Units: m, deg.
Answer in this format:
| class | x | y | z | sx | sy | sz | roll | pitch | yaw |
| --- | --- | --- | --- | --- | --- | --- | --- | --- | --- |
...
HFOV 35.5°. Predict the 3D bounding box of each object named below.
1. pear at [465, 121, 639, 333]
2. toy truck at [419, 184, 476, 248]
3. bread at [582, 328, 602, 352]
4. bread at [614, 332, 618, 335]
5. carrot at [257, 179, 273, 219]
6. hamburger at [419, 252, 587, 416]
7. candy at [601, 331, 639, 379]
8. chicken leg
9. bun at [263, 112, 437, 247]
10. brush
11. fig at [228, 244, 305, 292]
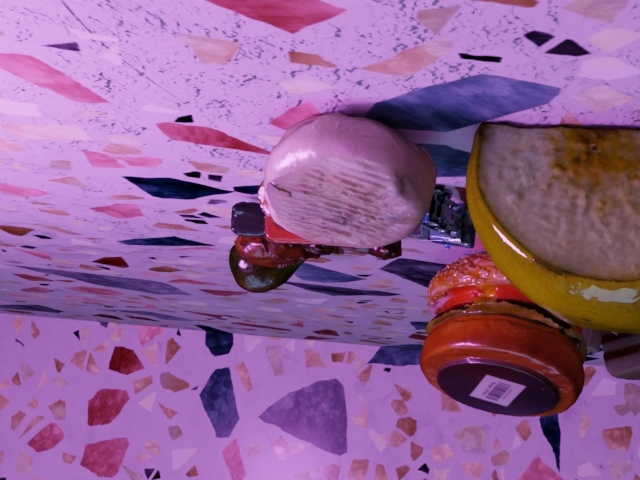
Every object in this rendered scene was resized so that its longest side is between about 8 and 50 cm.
| class | x | y | z | sx | sy | sz | roll | pitch | yaw |
| --- | --- | --- | --- | --- | --- | --- | --- | --- | --- |
| pear | 0.356 | 0.007 | 1.215 | 0.342 | 0.238 | 0.318 | 3 | 160 | 16 |
| toy truck | 0.171 | -0.034 | 1.510 | 0.081 | 0.067 | 0.175 | 0 | 167 | 32 |
| bread | 0.526 | 0.160 | 2.107 | 0.134 | 0.141 | 0.148 | 5 | 168 | 24 |
| bread | 0.430 | 0.041 | 1.529 | 0.183 | 0.102 | 0.337 | 29 | -160 | 26 |
| carrot | -0.026 | -0.046 | 1.521 | 0.082 | 0.082 | 0.173 | -1 | 170 | 30 |
| hamburger | 0.355 | 0.172 | 1.908 | 0.330 | 0.250 | 0.330 | 12 | 150 | 7 |
| candy | 0.790 | 0.233 | 2.212 | 0.320 | 0.135 | 0.179 | 4 | 159 | -30 |
| chicken leg | 0.000 | 0.000 | 1.757 | 0.304 | 0.093 | 0.113 | 0 | -172 | -14 |
| bun | 0.036 | -0.080 | 1.235 | 0.210 | 0.116 | 0.237 | 9 | 154 | -4 |
| brush | 0.014 | -0.025 | 1.637 | 0.323 | 0.070 | 0.051 | 5 | 172 | 1 |
| fig | -0.085 | 0.034 | 1.933 | 0.177 | 0.117 | 0.117 | -19 | 164 | 9 |
